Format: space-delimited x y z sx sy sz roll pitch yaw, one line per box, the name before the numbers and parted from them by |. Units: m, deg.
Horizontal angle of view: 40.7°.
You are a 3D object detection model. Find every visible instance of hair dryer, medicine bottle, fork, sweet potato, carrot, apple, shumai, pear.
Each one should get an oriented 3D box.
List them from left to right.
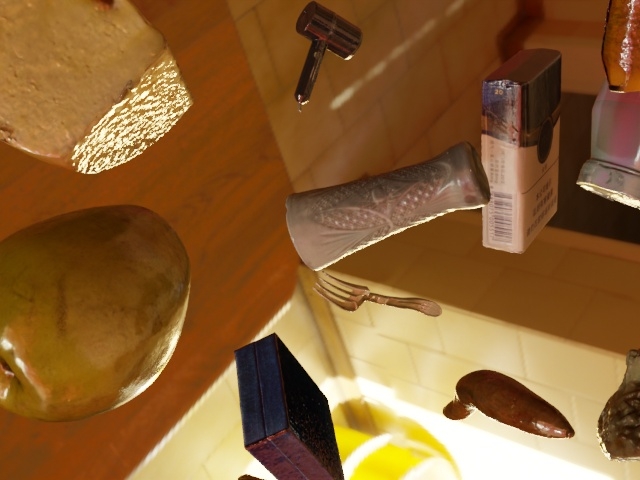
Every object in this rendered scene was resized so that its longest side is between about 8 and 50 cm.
apple | -0.328 -0.258 1.082 0.314 0.309 0.252 -39 168 -51
pear | -0.295 0.083 1.072 0.307 0.252 0.253 -56 143 -55
hair dryer | -0.003 -0.347 1.692 0.124 0.071 0.219 26 74 -26
fork | 0.075 0.072 0.990 0.219 0.028 0.034 17 106 -46
sweet potato | 0.287 0.273 1.462 0.079 0.346 0.108 -23 94 -24
carrot | 0.391 -0.314 1.060 0.070 0.070 0.260 -27 126 -45
medicine bottle | 0.611 -0.202 1.559 0.245 0.245 0.290 14 97 -53
shumai | 0.558 0.254 1.402 0.189 0.256 0.218 12 73 -15

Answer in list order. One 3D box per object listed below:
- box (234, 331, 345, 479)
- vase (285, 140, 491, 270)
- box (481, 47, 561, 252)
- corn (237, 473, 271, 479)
box | -0.065 0.385 1.838 0.116 0.261 0.279 -27 130 10
vase | 0.078 -0.043 0.977 0.096 0.219 0.096 53 27 -42
box | 0.292 -0.132 1.249 0.168 0.071 0.259 -40 134 -47
corn | -0.067 0.280 0.967 0.028 0.083 0.027 -41 118 -39
